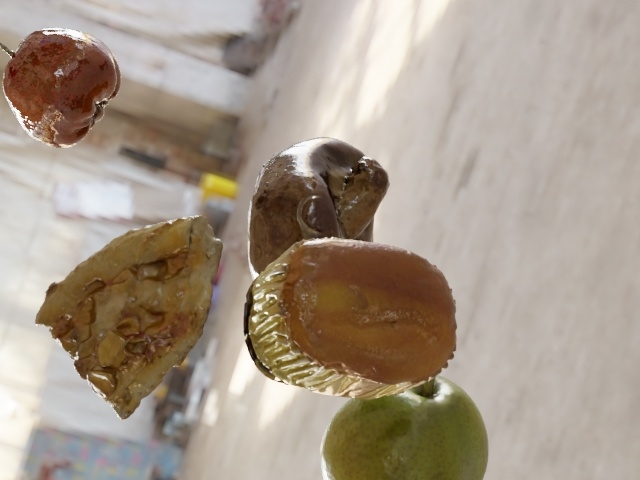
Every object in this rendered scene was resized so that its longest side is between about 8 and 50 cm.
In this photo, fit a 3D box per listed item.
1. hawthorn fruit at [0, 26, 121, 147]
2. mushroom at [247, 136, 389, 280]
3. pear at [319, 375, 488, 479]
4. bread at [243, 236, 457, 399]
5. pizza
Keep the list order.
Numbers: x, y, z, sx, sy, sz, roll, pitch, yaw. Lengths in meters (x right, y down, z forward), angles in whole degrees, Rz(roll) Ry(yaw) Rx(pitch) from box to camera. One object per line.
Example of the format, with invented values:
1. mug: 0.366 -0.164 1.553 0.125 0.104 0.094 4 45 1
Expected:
1. hawthorn fruit: -0.274 -0.161 1.860 0.125 0.140 0.125 5 -90 -73
2. mushroom: -0.015 -0.004 1.847 0.231 0.138 0.194 -50 -25 -70
3. pear: 0.093 0.201 1.826 0.180 0.166 0.216 -15 -49 -44
4. bread: 0.032 0.069 1.592 0.114 0.191 0.132 -31 57 56
5. pizza: -0.165 0.070 1.477 0.182 0.062 0.161 -17 65 30
